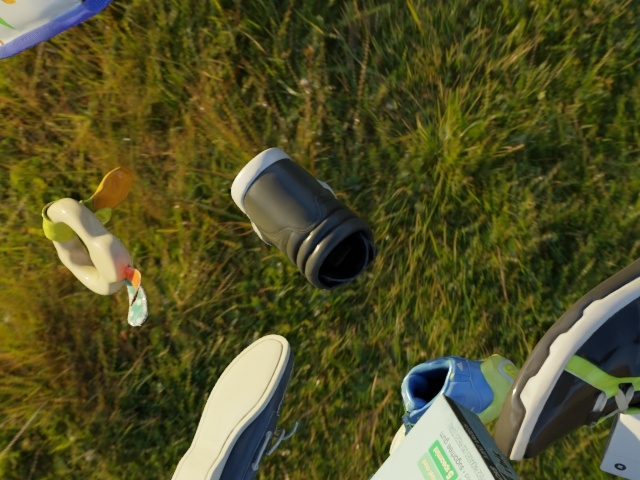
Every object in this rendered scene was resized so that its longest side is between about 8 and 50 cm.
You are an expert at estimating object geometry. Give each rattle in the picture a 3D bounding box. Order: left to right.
[{"bbox_3d":[-0.221,0.003,1.122,0.200,0.143,0.130,20,119,40],"label":"rattle"}]

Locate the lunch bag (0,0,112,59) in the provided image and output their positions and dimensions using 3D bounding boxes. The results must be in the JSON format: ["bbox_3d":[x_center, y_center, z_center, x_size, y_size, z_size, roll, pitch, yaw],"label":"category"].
[{"bbox_3d":[-0.363,-0.362,0.941,0.239,0.385,0.327,-45,122,-11],"label":"lunch bag"}]

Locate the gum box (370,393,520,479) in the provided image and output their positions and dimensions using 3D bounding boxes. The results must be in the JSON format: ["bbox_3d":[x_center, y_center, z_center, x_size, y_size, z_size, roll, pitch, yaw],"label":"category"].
[{"bbox_3d":[0.061,0.217,0.635,0.041,0.157,0.184,34,101,-23],"label":"gum box"}]

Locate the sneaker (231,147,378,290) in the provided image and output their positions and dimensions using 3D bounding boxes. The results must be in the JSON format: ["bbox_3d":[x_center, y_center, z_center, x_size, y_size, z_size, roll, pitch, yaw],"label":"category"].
[{"bbox_3d":[0.000,0.000,1.109,0.104,0.296,0.147,-43,74,1],"label":"sneaker"}]

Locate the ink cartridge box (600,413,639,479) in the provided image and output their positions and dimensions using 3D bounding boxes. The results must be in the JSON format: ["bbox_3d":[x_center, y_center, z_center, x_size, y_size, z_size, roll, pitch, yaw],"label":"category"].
[{"bbox_3d":[0.456,0.224,1.104,0.224,0.045,0.223,14,135,15],"label":"ink cartridge box"}]

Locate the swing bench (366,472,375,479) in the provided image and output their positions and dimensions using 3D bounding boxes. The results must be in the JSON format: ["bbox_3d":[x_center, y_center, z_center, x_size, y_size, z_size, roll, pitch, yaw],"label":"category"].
[{"bbox_3d":[0.067,0.467,1.166,0.253,0.165,0.254,42,133,9],"label":"swing bench"}]

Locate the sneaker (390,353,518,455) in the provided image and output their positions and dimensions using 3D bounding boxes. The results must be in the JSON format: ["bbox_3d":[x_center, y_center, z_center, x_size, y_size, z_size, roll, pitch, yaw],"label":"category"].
[{"bbox_3d":[0.131,0.208,1.195,0.126,0.091,0.240,18,130,-27],"label":"sneaker"}]

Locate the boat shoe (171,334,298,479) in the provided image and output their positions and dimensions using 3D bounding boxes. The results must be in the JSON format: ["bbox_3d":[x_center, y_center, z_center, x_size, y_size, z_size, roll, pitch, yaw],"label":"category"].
[{"bbox_3d":[-0.093,0.237,1.158,0.079,0.095,0.254,42,64,-37],"label":"boat shoe"}]

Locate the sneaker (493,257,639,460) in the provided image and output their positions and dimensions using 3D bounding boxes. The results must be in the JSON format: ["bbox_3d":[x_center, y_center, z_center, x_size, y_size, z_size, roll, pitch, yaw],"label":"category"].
[{"bbox_3d":[0.207,0.062,0.560,0.235,0.084,0.097,-36,63,-15],"label":"sneaker"}]
